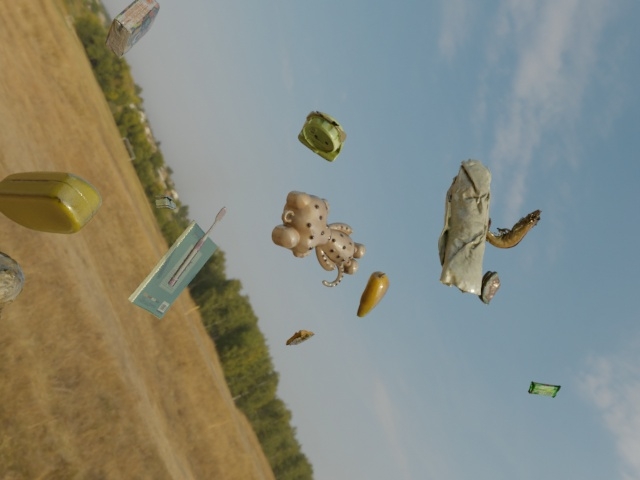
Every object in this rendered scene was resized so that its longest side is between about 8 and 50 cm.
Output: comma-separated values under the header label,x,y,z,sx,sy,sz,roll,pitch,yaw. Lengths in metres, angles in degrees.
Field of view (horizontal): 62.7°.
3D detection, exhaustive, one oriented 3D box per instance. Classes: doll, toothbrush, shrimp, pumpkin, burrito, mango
label,x,y,z,sx,sy,sz,roll,pitch,yaw
doll,0.001,-0.002,1.240,0.119,0.154,0.278,16,-21,47
toothbrush,-0.440,0.021,1.879,0.024,0.354,0.029,34,10,-22
shrimp,0.513,-0.045,1.434,0.124,0.034,0.178,25,-39,-2
pumpkin,-0.075,0.340,1.852,0.035,0.073,0.101,58,19,22
burrito,0.357,-0.047,1.294,0.076,0.117,0.393,109,-3,-60
mango,0.154,0.165,1.571,0.066,0.101,0.188,29,-60,7

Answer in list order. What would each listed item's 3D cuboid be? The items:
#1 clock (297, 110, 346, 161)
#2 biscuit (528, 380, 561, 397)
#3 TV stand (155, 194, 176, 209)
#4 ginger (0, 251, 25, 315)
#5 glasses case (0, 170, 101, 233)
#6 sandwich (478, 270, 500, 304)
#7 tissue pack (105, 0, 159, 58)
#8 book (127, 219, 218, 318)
label,x,y,z,sx,sy,sz,roll,pitch,yaw
clock,0.010,-0.391,1.892,0.170,0.069,0.232,35,-21,3
biscuit,0.639,0.427,1.506,0.016,0.089,0.046,-92,-167,-61
TV stand,-0.496,-0.119,1.693,0.249,0.036,0.042,-173,-104,-81
ginger,-0.819,0.119,1.228,0.256,0.176,0.375,39,-61,19
glasses case,-0.790,-0.118,1.543,0.370,0.141,0.173,5,-42,31
sandwich,0.494,0.137,1.535,0.101,0.069,0.026,-63,-154,9
tissue pack,-0.491,-0.562,1.368,0.060,0.148,0.108,37,-38,-18
book,-0.561,0.120,2.048,0.031,0.379,0.264,32,-15,18
